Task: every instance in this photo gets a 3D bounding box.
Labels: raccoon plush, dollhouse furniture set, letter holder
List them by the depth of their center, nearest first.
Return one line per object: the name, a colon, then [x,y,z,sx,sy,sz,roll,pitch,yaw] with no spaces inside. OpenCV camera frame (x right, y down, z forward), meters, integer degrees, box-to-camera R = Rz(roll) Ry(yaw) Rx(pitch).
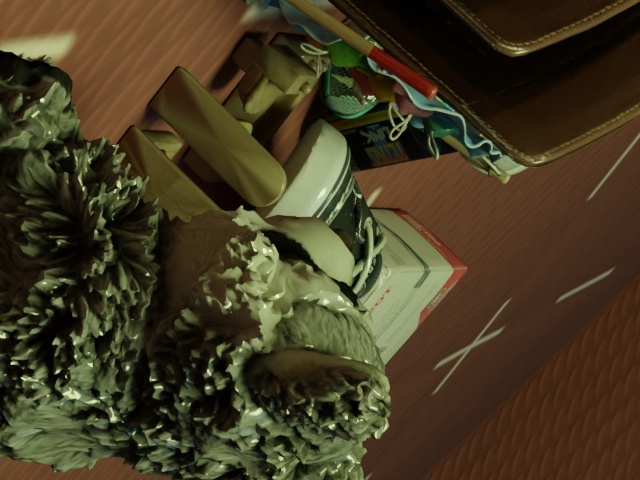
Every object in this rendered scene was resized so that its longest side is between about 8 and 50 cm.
raccoon plush: [-0.172,0.115,1.024,0.446,0.299,0.216,-43,164,-7]
letter holder: [0.185,-0.211,1.264,0.302,0.214,0.152,-34,160,-33]
dollhouse furniture set: [-0.039,-0.046,1.275,0.144,0.123,0.151,-51,163,18]

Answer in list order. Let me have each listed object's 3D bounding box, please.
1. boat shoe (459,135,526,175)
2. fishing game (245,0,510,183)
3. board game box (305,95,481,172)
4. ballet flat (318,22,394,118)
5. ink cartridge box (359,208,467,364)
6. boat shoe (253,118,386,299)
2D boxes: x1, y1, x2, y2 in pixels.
boat shoe: [0.188,-0.192,1.515,0.103,0.118,0.320,-6,134,-57]
fishing game: [0.029,-0.098,1.205,0.041,0.189,0.264,-54,166,2]
board game box: [0.090,-0.109,1.426,0.141,0.048,0.170,-36,-165,-29]
ballet flat: [0.072,-0.160,1.395,0.188,0.070,0.070,-41,164,-28]
ink cartridge box: [0.021,0.055,1.723,0.158,0.092,0.218,-50,165,14]
boat shoe: [0.000,0.000,1.408,0.108,0.102,0.301,-58,180,-17]
